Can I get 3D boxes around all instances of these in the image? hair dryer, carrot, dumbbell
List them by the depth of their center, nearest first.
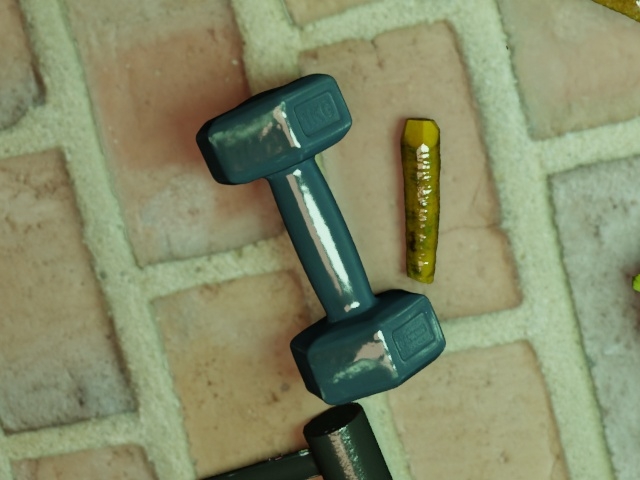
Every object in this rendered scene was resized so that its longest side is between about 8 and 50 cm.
[{"bbox_3d":[0.001,0.000,1.416,0.156,0.143,0.316,-21,98,17],"label":"dumbbell"},{"bbox_3d":[0.101,-0.039,1.444,0.042,0.042,0.170,2,106,10],"label":"carrot"},{"bbox_3d":[-0.045,0.266,1.531,0.248,0.070,0.114,-21,98,19],"label":"hair dryer"}]

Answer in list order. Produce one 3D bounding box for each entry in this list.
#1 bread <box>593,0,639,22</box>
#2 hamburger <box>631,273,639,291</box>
[{"bbox_3d":[0.358,-0.299,1.297,0.184,0.110,0.234,26,106,4],"label":"bread"},{"bbox_3d":[0.403,0.075,1.373,0.182,0.118,0.191,-11,105,16],"label":"hamburger"}]
